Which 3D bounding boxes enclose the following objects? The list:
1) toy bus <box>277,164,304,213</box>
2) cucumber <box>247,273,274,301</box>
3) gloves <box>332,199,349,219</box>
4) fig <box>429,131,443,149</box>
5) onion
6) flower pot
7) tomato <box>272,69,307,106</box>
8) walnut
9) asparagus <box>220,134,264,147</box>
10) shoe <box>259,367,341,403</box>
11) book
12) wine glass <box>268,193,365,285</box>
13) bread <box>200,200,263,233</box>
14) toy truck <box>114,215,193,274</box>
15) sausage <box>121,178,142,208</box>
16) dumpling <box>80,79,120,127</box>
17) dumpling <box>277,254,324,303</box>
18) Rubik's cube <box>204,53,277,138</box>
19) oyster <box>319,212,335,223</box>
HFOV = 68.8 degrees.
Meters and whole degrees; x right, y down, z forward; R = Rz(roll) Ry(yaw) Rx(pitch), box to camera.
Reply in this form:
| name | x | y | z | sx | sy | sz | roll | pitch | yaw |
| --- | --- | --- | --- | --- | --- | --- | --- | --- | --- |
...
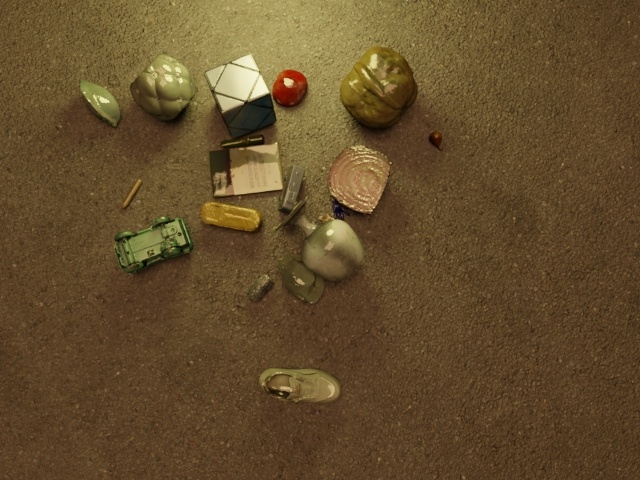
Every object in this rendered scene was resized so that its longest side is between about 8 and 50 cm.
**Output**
| name | x | y | z | sx | sy | sz | roll | pitch | yaw |
| --- | --- | --- | --- | --- | --- | --- | --- | --- | --- |
| toy bus | -0.115 | -0.203 | 1.855 | 0.064 | 0.075 | 0.191 | 18 | 80 | -25 |
| cucumber | -0.234 | 0.186 | 1.813 | 0.064 | 0.064 | 0.112 | 39 | 83 | 5 |
| gloves | 0.081 | -0.124 | 1.880 | 0.064 | 0.026 | 0.086 | -14 | 82 | -6 |
| fig | 0.481 | -0.407 | 1.921 | 0.050 | 0.050 | 0.083 | -30 | 103 | -5 |
| onion | 0.159 | -0.240 | 1.865 | 0.247 | 0.111 | 0.250 | 26 | 94 | 22 |
| flower pot | -0.612 | -0.595 | 1.833 | 0.246 | 0.246 | 0.195 | -50 | 117 | -7 |
| tomato | -0.126 | -0.638 | 1.918 | 0.138 | 0.091 | 0.159 | 31 | 80 | 2 |
| walnut | 0.232 | -0.592 | 1.833 | 0.277 | 0.282 | 0.253 | 47 | 44 | 1 |
| asparagus | -0.318 | -0.399 | 1.906 | 0.178 | 0.045 | 0.041 | -9 | 100 | 0 |
| shoe | -0.078 | 0.539 | 1.718 | 0.315 | 0.159 | 0.125 | 4 | 81 | 3 |
| book | -0.300 | -0.283 | 1.896 | 0.289 | 0.026 | 0.202 | -6 | 83 | -2 |
| wine glass | 0.000 | 0.000 | 1.746 | 0.323 | 0.238 | 0.238 | 42 | 83 | -8 |
| bread | -0.347 | -0.090 | 1.838 | 0.245 | 0.094 | 0.102 | 9 | 91 | 1 |
| toy truck | -0.636 | 0.020 | 1.783 | 0.278 | 0.156 | 0.155 | -22 | 83 | -3 |
| sausage | -0.758 | -0.186 | 1.877 | 0.024 | 0.024 | 0.133 | 28 | 82 | 3 |
| dumpling | -0.897 | -0.548 | 1.874 | 0.104 | 0.149 | 0.217 | -33 | 90 | 36 |
| dumpling | -0.069 | 0.138 | 1.799 | 0.152 | 0.108 | 0.219 | -40 | 87 | -6 |
| Rubik's cube | -0.309 | -0.560 | 1.834 | 0.204 | 0.205 | 0.208 | -23 | 72 | -5 |
| oyster | 0.039 | -0.072 | 1.870 | 0.093 | 0.034 | 0.051 | 39 | 67 | 16 |
